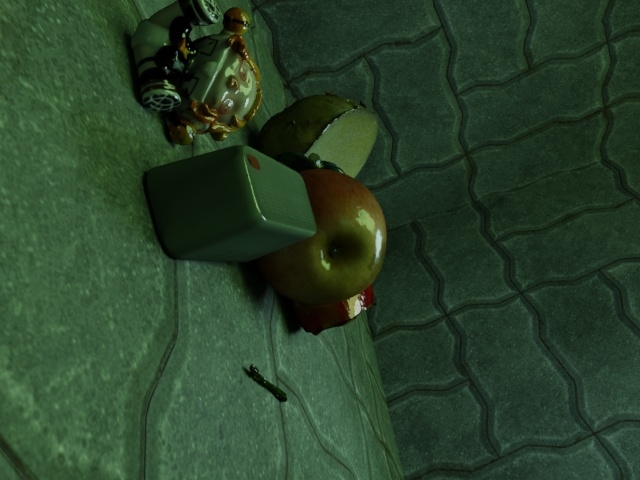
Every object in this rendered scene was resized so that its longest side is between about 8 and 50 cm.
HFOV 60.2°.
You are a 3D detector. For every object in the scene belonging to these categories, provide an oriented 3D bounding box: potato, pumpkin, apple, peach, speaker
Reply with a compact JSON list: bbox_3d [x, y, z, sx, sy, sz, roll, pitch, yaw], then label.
[{"bbox_3d":[-0.043,-0.379,2.026,0.319,0.385,0.442,36,35,24],"label":"potato"},{"bbox_3d":[-0.053,-0.120,1.736,0.196,0.293,0.263,-82,-177,-48],"label":"pumpkin"},{"bbox_3d":[0.000,0.000,1.443,0.364,0.364,0.363,-18,90,-82],"label":"apple"},{"bbox_3d":[0.035,0.176,1.710,0.338,0.281,0.281,-105,173,-54],"label":"peach"},{"bbox_3d":[-0.153,-0.067,1.111,0.406,0.185,0.183,10,65,-75],"label":"speaker"}]

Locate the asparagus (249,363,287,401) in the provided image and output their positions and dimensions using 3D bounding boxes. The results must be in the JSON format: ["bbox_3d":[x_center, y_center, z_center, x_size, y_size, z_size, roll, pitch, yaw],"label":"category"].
[{"bbox_3d":[-0.116,0.318,1.227,0.023,0.022,0.232,-56,151,-19],"label":"asparagus"}]

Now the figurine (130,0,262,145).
[{"bbox_3d":[-0.251,-0.350,1.193,0.319,0.196,0.323,-64,153,-6],"label":"figurine"}]
